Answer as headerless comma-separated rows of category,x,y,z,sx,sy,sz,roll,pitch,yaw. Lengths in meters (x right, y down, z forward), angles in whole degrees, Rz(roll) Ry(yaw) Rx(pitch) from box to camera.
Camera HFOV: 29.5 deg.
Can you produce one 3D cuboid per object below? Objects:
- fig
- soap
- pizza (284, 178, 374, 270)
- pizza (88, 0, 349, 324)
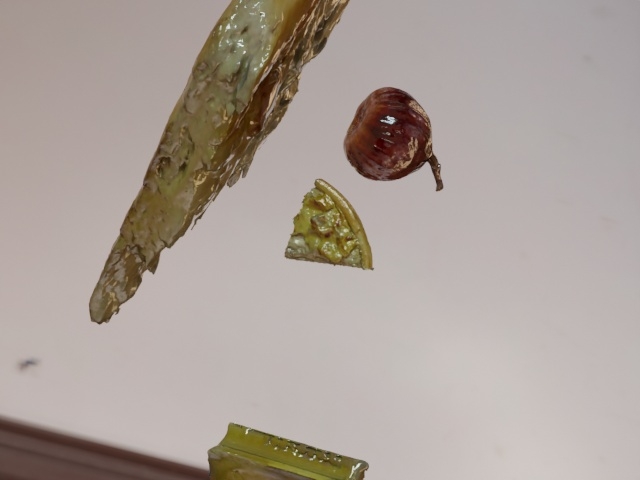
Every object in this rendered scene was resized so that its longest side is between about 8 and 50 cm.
fig,0.097,-0.126,1.591,0.128,0.150,0.128,-36,-15,-11
soap,-0.047,0.361,1.776,0.076,0.233,0.135,-54,-31,-48
pizza,0.000,0.000,1.395,0.108,0.123,0.026,-34,-7,25
pizza,-0.034,-0.062,0.539,0.262,0.034,0.181,-57,2,23
